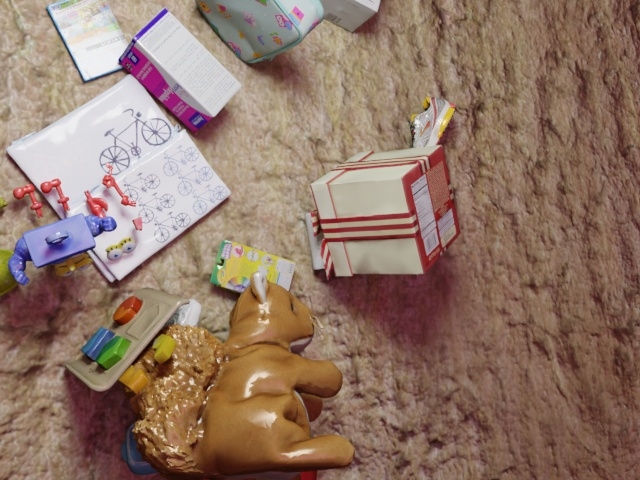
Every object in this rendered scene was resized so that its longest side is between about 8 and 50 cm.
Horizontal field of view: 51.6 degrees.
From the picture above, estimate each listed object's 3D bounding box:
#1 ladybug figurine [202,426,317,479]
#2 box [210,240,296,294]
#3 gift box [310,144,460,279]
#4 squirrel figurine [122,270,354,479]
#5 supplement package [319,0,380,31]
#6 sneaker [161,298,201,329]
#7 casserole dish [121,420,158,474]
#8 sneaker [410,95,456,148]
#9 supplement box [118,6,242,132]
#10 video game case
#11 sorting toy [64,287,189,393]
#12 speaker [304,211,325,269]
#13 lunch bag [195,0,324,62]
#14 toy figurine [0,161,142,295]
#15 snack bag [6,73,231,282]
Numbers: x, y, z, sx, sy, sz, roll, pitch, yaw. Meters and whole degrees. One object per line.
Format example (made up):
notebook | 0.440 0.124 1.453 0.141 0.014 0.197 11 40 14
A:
ladybug figurine | -0.148 0.534 1.355 0.305 0.162 0.449 25 75 -22
box | -0.152 0.072 1.467 0.179 0.043 0.105 20 77 -25
gift box | 0.135 -0.045 1.469 0.255 0.258 0.276 -32 115 -51
squirrel figurine | -0.158 0.242 1.211 0.397 0.281 0.370 6 61 -15
supplement package | 0.079 -0.660 1.601 0.139 0.134 0.244 21 77 -22
sneaker | -0.279 0.238 1.374 0.115 0.090 0.232 20 85 -30
casserole dish | -0.305 0.392 1.311 0.189 0.037 0.114 -12 58 -4
sneaker | 0.258 -0.268 1.687 0.093 0.088 0.225 28 72 1
supplement box | -0.294 -0.353 1.393 0.220 0.111 0.114 43 59 -17
video game case | -0.474 -0.426 1.378 0.119 0.015 0.166 -29 98 -25
sorting toy | -0.347 0.176 1.216 0.229 0.307 0.041 -48 117 -23
speaker | 0.000 0.000 1.540 0.055 0.055 0.136 -9 88 -26
lunch bag | -0.132 -0.496 1.407 0.224 0.279 0.107 46 68 -26
toy figurine | -0.502 -0.015 1.187 0.363 0.217 0.191 -20 97 -18
snack bag | -0.404 -0.141 1.371 0.323 0.037 0.342 -40 102 -23
